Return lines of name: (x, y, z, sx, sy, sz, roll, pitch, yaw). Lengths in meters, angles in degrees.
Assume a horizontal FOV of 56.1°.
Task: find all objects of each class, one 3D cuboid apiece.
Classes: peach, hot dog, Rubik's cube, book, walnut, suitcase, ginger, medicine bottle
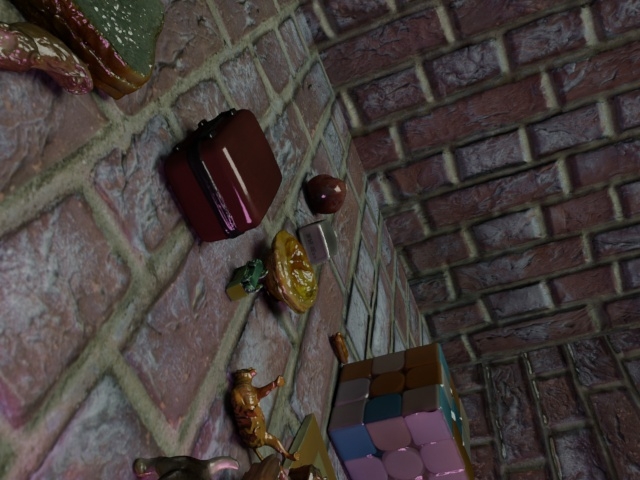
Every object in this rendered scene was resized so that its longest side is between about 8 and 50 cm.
peach: (0.011, -0.171, 2.191, 0.152, 0.152, 0.152, -17, 90, -74)
hot dog: (0.063, 0.354, 1.985, 0.056, 0.041, 0.133, -80, 156, -57)
Rubik's cube: (0.257, 0.573, 1.850, 0.344, 0.347, 0.346, -65, 137, -65)
book: (0.008, 0.665, 1.499, 0.269, 0.032, 0.389, -41, 113, -74)
walnut: (-0.096, 0.512, 1.123, 0.238, 0.141, 0.204, 43, 50, -52)
suitcase: (-0.210, -0.152, 1.359, 0.297, 0.161, 0.236, -76, 145, -62)
ginger: (-0.434, -0.282, 0.868, 0.290, 0.122, 0.084, -4, 110, -76)
medicine bottle: (0.000, 0.000, 2.030, 0.188, 0.088, 0.132, -28, 101, -74)

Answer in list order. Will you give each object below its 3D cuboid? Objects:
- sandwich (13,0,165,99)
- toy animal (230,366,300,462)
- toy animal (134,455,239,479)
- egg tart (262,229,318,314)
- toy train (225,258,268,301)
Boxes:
sandwich: (-0.403, -0.434, 1.100, 0.271, 0.099, 0.301, 46, 30, -44)
toy animal: (-0.130, 0.394, 1.235, 0.114, 0.116, 0.255, -10, 88, -50)
toy animal: (-0.211, 0.379, 0.838, 0.233, 0.169, 0.121, -78, 150, -85)
egg tart: (-0.089, 0.091, 1.621, 0.241, 0.106, 0.241, 56, 23, -39)
toy train: (-0.169, 0.090, 1.395, 0.050, 0.081, 0.122, 57, 20, -21)
